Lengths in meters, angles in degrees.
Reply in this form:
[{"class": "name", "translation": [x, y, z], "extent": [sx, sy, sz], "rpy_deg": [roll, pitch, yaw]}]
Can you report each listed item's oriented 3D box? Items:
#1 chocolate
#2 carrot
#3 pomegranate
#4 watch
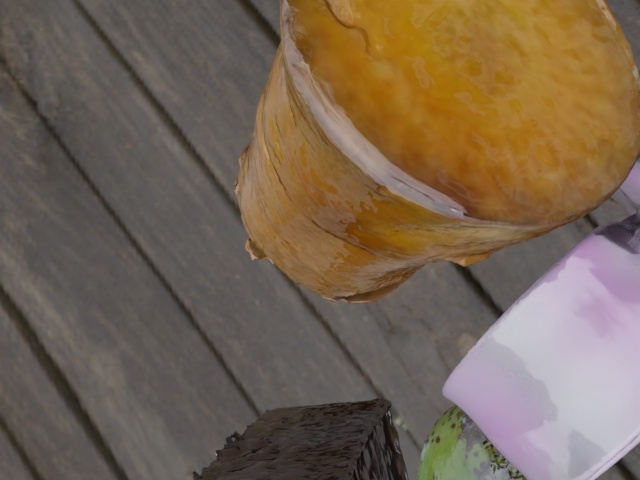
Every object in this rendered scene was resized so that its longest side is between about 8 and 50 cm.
[{"class": "chocolate", "translation": [-0.011, 0.177, 0.685], "extent": [0.112, 0.321, 0.112], "rpy_deg": [-12, 90, 11]}, {"class": "carrot", "translation": [0.037, -0.047, 0.630], "extent": [0.196, 0.196, 0.254], "rpy_deg": [59, 153, 10]}, {"class": "pomegranate", "translation": [0.287, 0.321, 1.713], "extent": [0.285, 0.285, 0.340], "rpy_deg": [-44, 34, 34]}, {"class": "watch", "translation": [0.192, 0.067, 0.666], "extent": [0.217, 0.248, 0.211], "rpy_deg": [-46, 76, 9]}]
